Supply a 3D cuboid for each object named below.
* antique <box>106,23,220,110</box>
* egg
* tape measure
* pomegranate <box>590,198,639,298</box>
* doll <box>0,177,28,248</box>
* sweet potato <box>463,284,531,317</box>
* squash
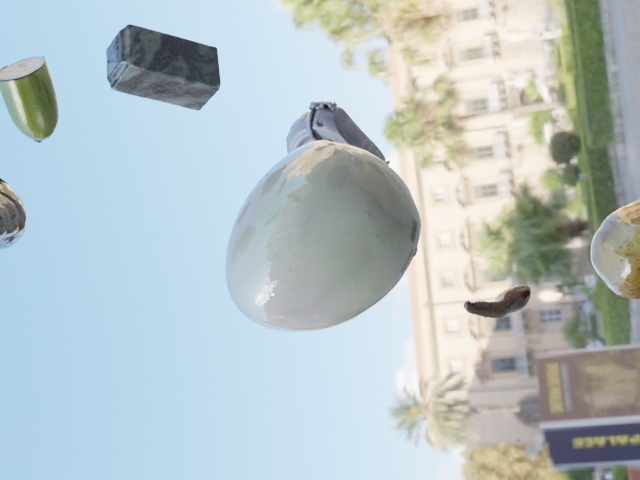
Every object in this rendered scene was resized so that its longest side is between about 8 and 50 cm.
[{"bbox_3d":[-0.273,-0.297,1.609,0.183,0.086,0.088,10,-119,-33],"label":"antique"},{"bbox_3d":[0.000,0.000,1.511,0.345,0.283,0.283,-47,-37,-17],"label":"egg"},{"bbox_3d":[0.018,-0.218,2.242,0.236,0.197,0.120,47,-143,-18],"label":"tape measure"},{"bbox_3d":[0.676,0.025,1.934,0.215,0.215,0.215,-7,-90,-74],"label":"pomegranate"},{"bbox_3d":[-0.663,-0.148,1.621,0.252,0.378,0.382,-62,15,1],"label":"doll"},{"bbox_3d":[0.336,0.120,1.776,0.214,0.050,0.050,-11,-86,-47],"label":"sweet potato"},{"bbox_3d":[-0.644,-0.305,2.095,0.123,0.123,0.187,-72,-23,-56],"label":"squash"}]
